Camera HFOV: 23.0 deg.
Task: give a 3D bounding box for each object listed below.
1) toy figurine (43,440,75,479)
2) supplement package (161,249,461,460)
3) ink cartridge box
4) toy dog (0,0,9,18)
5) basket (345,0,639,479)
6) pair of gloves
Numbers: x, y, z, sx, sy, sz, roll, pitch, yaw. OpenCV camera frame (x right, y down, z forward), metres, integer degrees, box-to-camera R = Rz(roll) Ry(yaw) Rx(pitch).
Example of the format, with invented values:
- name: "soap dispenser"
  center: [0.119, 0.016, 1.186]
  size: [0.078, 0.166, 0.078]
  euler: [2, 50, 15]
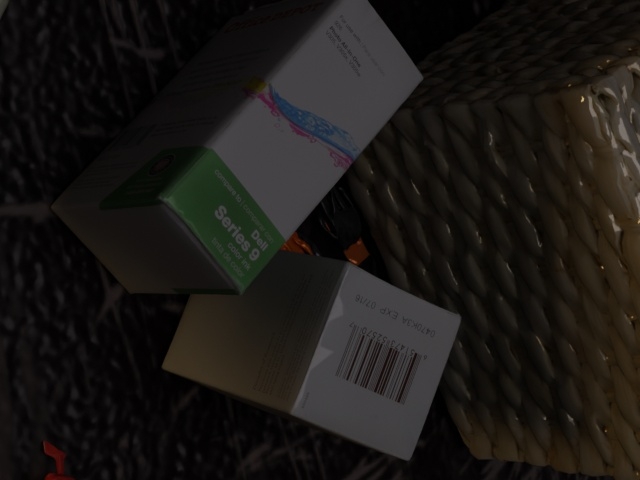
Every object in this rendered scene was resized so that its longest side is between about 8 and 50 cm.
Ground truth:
- name: "toy figurine"
  center: [-0.217, 0.213, 0.868]
  size: [0.362, 0.217, 0.191]
  euler: [-19, 74, -35]
- name: "supplement package"
  center: [-0.010, 0.070, 1.071]
  size: [0.105, 0.179, 0.105]
  euler: [25, 81, -33]
- name: "ink cartridge box"
  center: [-0.055, -0.067, 1.063]
  size: [0.093, 0.154, 0.212]
  euler: [50, 62, -23]
- name: "toy dog"
  center: [-0.412, -0.104, 0.755]
  size: [0.408, 0.284, 0.395]
  euler: [30, 71, -25]
- name: "basket"
  center: [0.231, -0.023, 1.163]
  size: [0.266, 0.328, 0.331]
  euler: [-31, 106, -30]
- name: "pair of gloves"
  center: [0.000, 0.000, 1.189]
  size: [0.083, 0.010, 0.074]
  euler: [-38, 110, -31]
